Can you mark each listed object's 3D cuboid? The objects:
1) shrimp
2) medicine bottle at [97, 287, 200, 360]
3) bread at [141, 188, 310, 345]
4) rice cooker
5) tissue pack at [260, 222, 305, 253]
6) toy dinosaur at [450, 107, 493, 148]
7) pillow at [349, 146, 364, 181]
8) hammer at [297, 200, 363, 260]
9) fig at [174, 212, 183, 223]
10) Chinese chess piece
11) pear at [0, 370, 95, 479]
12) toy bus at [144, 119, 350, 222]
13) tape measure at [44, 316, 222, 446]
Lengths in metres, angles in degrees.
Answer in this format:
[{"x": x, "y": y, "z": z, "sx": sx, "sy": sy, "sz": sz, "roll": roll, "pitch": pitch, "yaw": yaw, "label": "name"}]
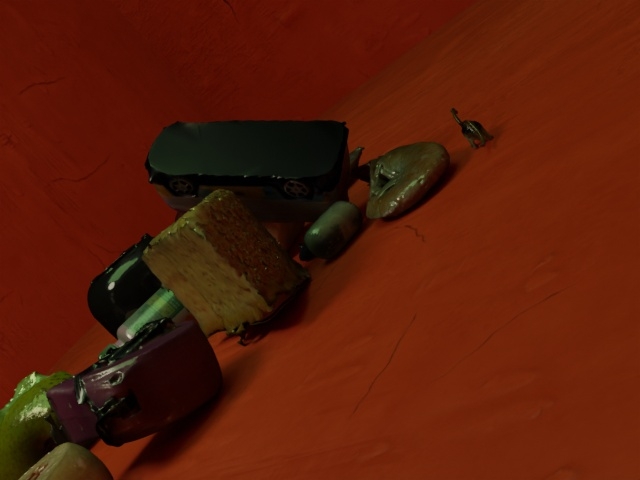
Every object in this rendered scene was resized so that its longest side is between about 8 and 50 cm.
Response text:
[{"x": 0.122, "y": -0.102, "z": 1.590, "sx": 0.168, "sy": 0.077, "sz": 0.317, "roll": -47, "pitch": 15, "yaw": -15, "label": "shrimp"}, {"x": -0.323, "y": 0.181, "z": 1.854, "sx": 0.274, "sy": 0.133, "sz": 0.133, "roll": -44, "pitch": 11, "yaw": -18, "label": "medicine bottle"}, {"x": -0.191, "y": 0.071, "z": 1.536, "sx": 0.279, "sy": 0.248, "sz": 0.315, "roll": -37, "pitch": 2, "yaw": 19, "label": "bread"}, {"x": -0.393, "y": 0.124, "z": 2.077, "sx": 0.267, "sy": 0.224, "sz": 0.267, "roll": -39, "pitch": 9, "yaw": 8, "label": "rice cooker"}, {"x": -0.113, "y": -0.054, "z": 1.931, "sx": 0.125, "sy": 0.159, "sz": 0.234, "roll": 6, "pitch": 26, "yaw": 13, "label": "tissue pack"}, {"x": 0.256, "y": -0.175, "z": 1.496, "sx": 0.037, "sy": 0.058, "sz": 0.180, "roll": -48, "pitch": 23, "yaw": 6, "label": "toy dinosaur"}, {"x": 0.015, "y": -0.141, "z": 2.150, "sx": 0.169, "sy": 0.059, "sz": 0.255, "roll": -45, "pitch": 10, "yaw": -19, "label": "pillow"}, {"x": 0.000, "y": 0.000, "z": 1.659, "sx": 0.116, "sy": 0.069, "sz": 0.194, "roll": -48, "pitch": 5, "yaw": -30, "label": "hammer"}, {"x": -0.228, "y": -0.035, "z": 2.178, "sx": 0.263, "sy": 0.224, "sz": 0.224, "roll": -25, "pitch": 6, "yaw": -16, "label": "fig"}, {"x": -0.419, "y": 0.421, "z": 1.312, "sx": 0.270, "sy": 0.112, "sz": 0.270, "roll": -40, "pitch": 10, "yaw": 8, "label": "Chinese chess piece"}, {"x": -0.572, "y": 0.382, "z": 1.834, "sx": 0.286, "sy": 0.176, "sz": 0.281, "roll": -49, "pitch": 15, "yaw": -31, "label": "pear"}, {"x": -0.133, "y": -0.122, "z": 1.729, "sx": 0.386, "sy": 0.162, "sz": 0.171, "roll": 2, "pitch": 52, "yaw": 14, "label": "toy bus"}, {"x": -0.281, "y": 0.220, "z": 1.403, "sx": 0.231, "sy": 0.149, "sz": 0.245, "roll": -22, "pitch": 5, "yaw": 44, "label": "tape measure"}]
